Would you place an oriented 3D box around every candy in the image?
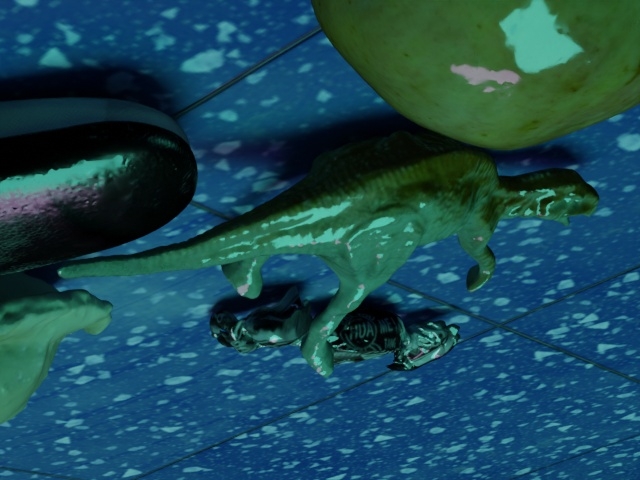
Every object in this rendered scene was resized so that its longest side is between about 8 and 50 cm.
[{"bbox_3d":[0.016,0.078,1.091,0.226,0.051,0.094,10,158,-32],"label":"candy"}]

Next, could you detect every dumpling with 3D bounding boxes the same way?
[{"bbox_3d":[-0.245,0.067,0.890,0.179,0.131,0.252,-19,180,-38],"label":"dumpling"}]

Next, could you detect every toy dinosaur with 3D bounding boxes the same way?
[{"bbox_3d":[0.000,0.000,0.850,0.393,0.092,0.205,8,140,-38],"label":"toy dinosaur"}]

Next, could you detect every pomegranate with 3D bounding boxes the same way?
[{"bbox_3d":[0.084,-0.126,0.542,0.191,0.191,0.191,-9,154,-4],"label":"pomegranate"}]

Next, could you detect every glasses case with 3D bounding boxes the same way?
[{"bbox_3d":[-0.227,-0.022,0.753,0.314,0.075,0.122,-10,154,-1],"label":"glasses case"}]
